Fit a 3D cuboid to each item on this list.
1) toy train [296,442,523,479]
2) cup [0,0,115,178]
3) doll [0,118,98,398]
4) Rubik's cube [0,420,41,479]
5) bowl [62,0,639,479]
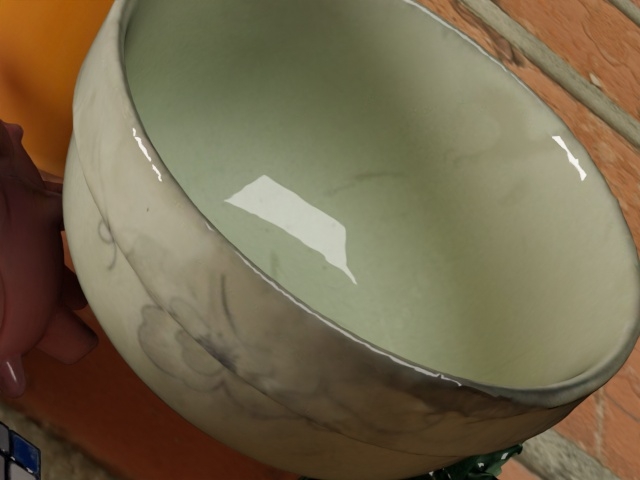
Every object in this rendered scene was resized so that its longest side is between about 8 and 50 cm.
[{"bbox_3d":[0.058,0.122,0.996,0.071,0.111,0.170,62,23,-2],"label":"toy train"},{"bbox_3d":[-0.123,-0.178,0.989,0.226,0.264,0.182,31,40,-4],"label":"cup"},{"bbox_3d":[-0.198,-0.024,0.850,0.211,0.093,0.262,30,36,-41],"label":"doll"},{"bbox_3d":[-0.167,0.119,0.723,0.111,0.093,0.111,35,30,-23],"label":"Rubik's cube"},{"bbox_3d":[0.000,0.000,0.876,0.307,0.163,0.307,23,40,-21],"label":"bowl"}]
